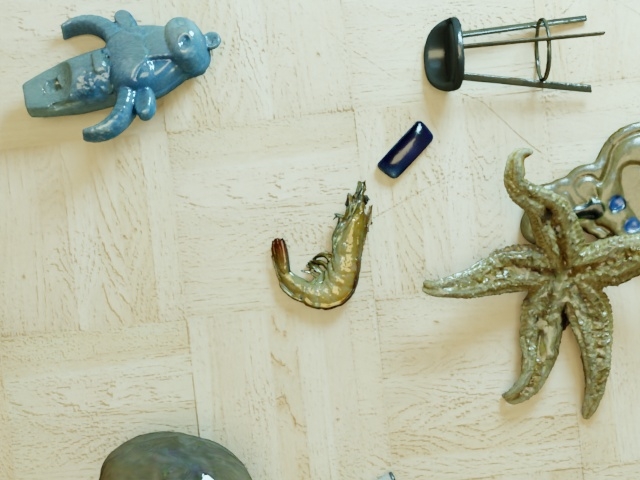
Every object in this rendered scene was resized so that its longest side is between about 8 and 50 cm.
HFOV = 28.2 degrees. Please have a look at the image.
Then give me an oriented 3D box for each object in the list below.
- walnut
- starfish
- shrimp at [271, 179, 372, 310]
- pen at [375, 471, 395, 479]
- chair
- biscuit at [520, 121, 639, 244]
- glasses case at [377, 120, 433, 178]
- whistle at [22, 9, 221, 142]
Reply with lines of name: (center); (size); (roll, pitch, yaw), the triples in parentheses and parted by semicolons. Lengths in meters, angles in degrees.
walnut: (-0.185, 0.343, 1.597); (0.224, 0.224, 0.224); (0, 91, 1)
starfish: (0.312, 0.053, 1.620); (0.327, 0.094, 0.375); (-25, 106, 18)
shrimp: (0.000, 0.000, 1.670); (0.124, 0.034, 0.178); (12, 96, 7)
pen: (0.011, 0.365, 1.678); (0.204, 0.025, 0.025); (-30, 90, 2)
chair: (0.244, -0.244, 1.628); (0.221, 0.095, 0.104); (-4, 79, 2)
biscuit: (0.415, -0.062, 1.657); (0.319, 0.047, 0.183); (-9, 88, 2)
glasses case: (0.112, -0.118, 1.668); (0.033, 0.023, 0.083); (43, 92, 2)
whistle: (-0.256, -0.219, 1.640); (0.269, 0.093, 0.180); (-18, 67, 1)
